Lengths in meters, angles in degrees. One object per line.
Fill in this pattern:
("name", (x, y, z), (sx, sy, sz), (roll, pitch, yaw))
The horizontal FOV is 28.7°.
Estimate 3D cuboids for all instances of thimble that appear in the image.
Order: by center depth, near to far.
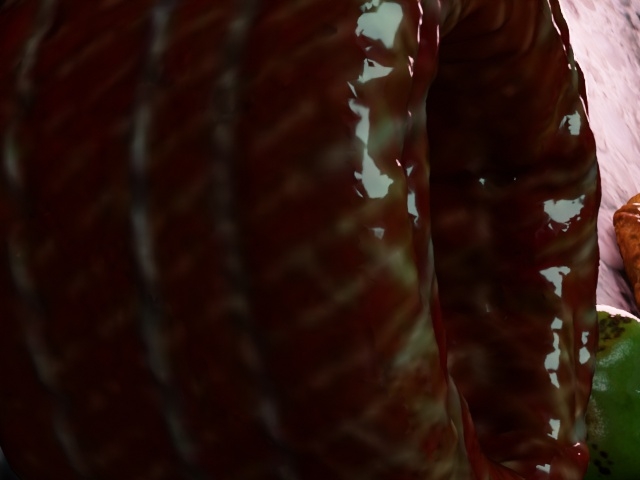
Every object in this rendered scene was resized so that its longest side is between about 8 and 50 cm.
("thimble", (0.000, 0.000, 0.611), (0.350, 0.230, 0.350), (7, 82, -63))

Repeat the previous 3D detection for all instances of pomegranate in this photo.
("pomegranate", (0.225, 0.140, 1.008), (0.122, 0.143, 0.169), (-50, 144, -19))

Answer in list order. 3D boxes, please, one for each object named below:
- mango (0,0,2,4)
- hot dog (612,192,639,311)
("mango", (-0.141, -0.130, 0.743), (0.133, 0.111, 0.267), (22, 49, -32))
("hot dog", (0.398, 0.052, 1.332), (0.175, 0.114, 0.259), (31, 40, -37))
